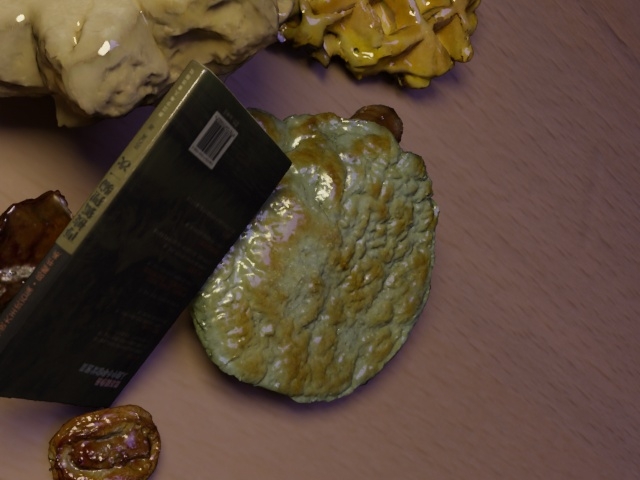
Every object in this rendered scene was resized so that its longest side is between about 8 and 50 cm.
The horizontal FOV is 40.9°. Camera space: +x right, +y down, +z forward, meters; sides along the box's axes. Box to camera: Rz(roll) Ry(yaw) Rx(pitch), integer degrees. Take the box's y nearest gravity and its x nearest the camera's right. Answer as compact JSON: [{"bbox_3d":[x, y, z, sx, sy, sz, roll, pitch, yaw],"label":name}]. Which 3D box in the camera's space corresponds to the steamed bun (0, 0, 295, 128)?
[{"bbox_3d":[-0.131,-0.178,0.610,0.292,0.295,0.137,-46,150,-23],"label":"steamed bun"}]

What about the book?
[{"bbox_3d":[-0.115,0.009,0.558,0.228,0.024,0.160,-53,159,-3],"label":"book"}]

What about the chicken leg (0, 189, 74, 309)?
[{"bbox_3d":[-0.240,0.077,0.500,0.093,0.113,0.304,27,53,7],"label":"chicken leg"}]

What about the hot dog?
[{"bbox_3d":[-0.149,0.147,0.608,0.083,0.035,0.058,-1,84,-42],"label":"hot dog"}]

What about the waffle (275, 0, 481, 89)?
[{"bbox_3d":[0.035,-0.346,0.895,0.382,0.095,0.379,11,72,-37],"label":"waffle"}]

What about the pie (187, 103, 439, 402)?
[{"bbox_3d":[-0.001,0.009,0.739,0.275,0.106,0.257,-8,91,-42],"label":"pie"}]
